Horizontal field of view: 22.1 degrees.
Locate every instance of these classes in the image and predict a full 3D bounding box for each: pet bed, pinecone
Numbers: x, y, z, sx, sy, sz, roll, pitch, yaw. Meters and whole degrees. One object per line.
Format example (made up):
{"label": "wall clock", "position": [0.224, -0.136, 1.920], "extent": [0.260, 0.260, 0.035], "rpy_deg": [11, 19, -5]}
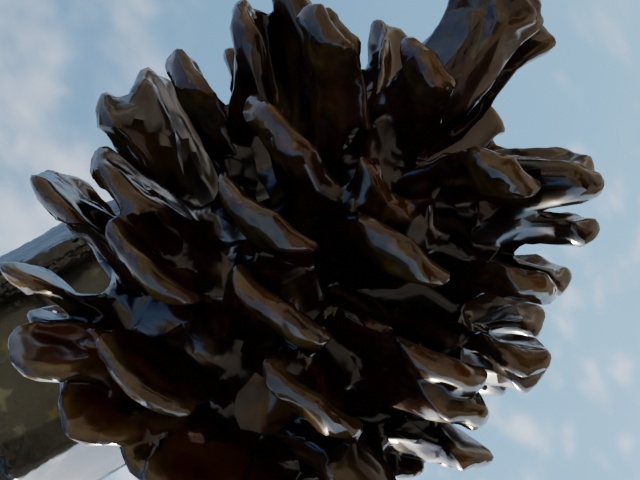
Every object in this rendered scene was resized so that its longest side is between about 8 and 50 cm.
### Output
{"label": "pet bed", "position": [-0.180, 0.072, 0.996], "extent": [0.211, 0.183, 0.159], "rpy_deg": [-31, -103, -35]}
{"label": "pinecone", "position": [0.001, 0.001, 0.566], "extent": [0.185, 0.212, 0.168], "rpy_deg": [39, 170, 41]}
